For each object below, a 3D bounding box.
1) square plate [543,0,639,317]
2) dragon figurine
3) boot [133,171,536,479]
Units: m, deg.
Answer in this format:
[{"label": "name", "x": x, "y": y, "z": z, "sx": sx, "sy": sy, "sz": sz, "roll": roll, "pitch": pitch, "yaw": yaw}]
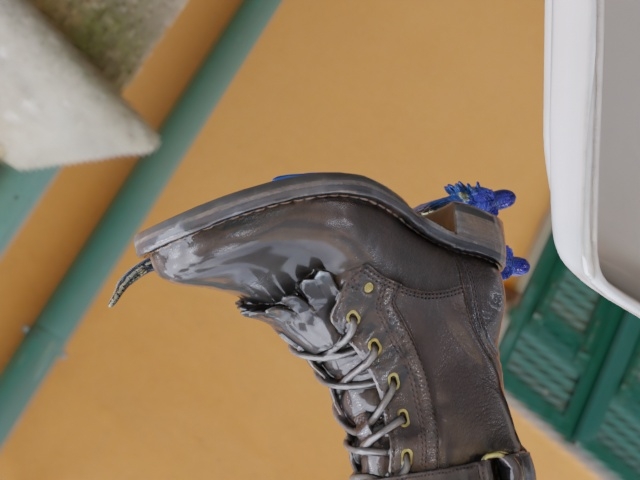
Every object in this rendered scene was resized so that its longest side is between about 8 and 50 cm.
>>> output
[{"label": "square plate", "x": 0.206, "y": -0.092, "z": 0.818, "sx": 0.049, "sy": 0.344, "sz": 0.347, "roll": -9, "pitch": 158, "yaw": 31}, {"label": "dragon figurine", "x": 0.000, "y": 0.000, "z": 0.997, "sx": 0.289, "sy": 0.085, "sz": 0.144, "roll": 0, "pitch": 171, "yaw": -16}, {"label": "boot", "x": 0.030, "y": 0.092, "z": 0.714, "sx": 0.263, "sy": 0.229, "sz": 0.091, "roll": 6, "pitch": 161, "yaw": -39}]
